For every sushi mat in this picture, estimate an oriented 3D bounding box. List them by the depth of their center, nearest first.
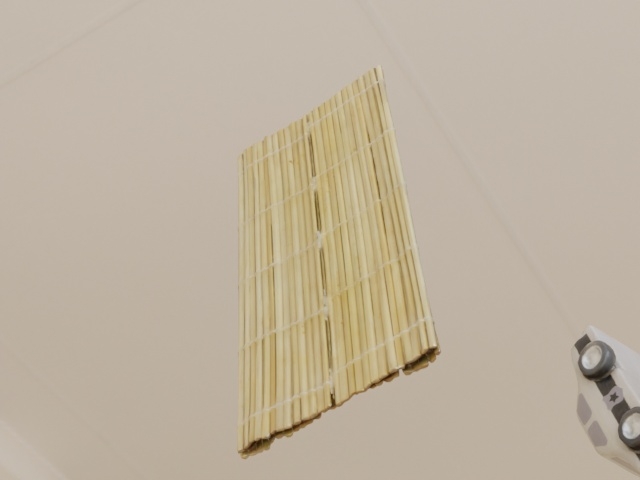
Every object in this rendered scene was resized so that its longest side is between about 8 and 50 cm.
[{"bbox_3d":[0.000,0.000,0.743,0.151,0.316,0.019,-29,-52,20],"label":"sushi mat"}]

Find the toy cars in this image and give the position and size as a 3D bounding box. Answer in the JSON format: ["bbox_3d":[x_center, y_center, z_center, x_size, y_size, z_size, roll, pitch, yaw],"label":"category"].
[{"bbox_3d":[0.340,0.239,0.883,0.394,0.176,0.087,47,-69,21],"label":"toy cars"}]
